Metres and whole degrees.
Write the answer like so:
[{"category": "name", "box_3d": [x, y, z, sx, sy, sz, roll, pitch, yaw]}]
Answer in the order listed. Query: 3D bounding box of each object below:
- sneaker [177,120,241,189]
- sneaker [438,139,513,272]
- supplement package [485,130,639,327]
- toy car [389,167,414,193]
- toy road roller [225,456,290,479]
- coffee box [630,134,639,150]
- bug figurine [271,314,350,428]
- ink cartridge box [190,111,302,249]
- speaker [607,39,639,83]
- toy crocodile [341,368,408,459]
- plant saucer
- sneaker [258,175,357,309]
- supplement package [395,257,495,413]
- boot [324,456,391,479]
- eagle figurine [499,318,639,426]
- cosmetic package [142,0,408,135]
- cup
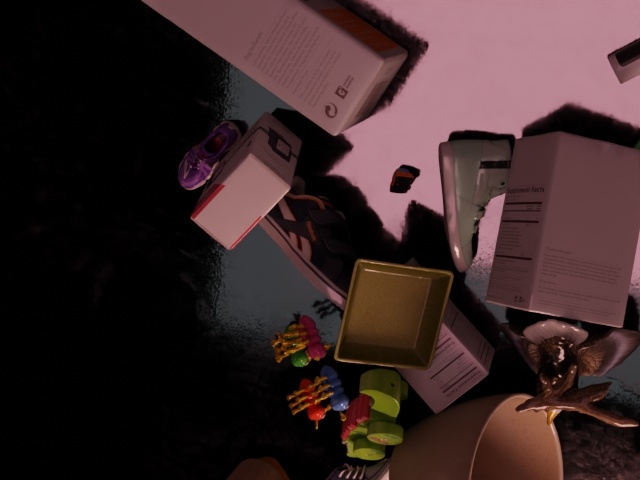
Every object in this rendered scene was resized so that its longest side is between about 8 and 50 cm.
[{"category": "sneaker", "box_3d": [-0.230, -0.169, 1.913, 0.068, 0.071, 0.170, 43, 112, 2]}, {"category": "sneaker", "box_3d": [0.300, -0.062, 1.773, 0.151, 0.094, 0.256, -6, 114, 2]}, {"category": "supplement package", "box_3d": [0.414, -0.018, 1.635, 0.177, 0.175, 0.293, 11, 89, -13]}, {"category": "toy car", "box_3d": [0.189, -0.120, 1.829, 0.122, 0.060, 0.041, -5, 59, 1]}, {"category": "toy road roller", "box_3d": [-0.046, 0.591, 1.966, 0.240, 0.202, 0.330, -30, 98, 32]}, {"category": "coffee box", "box_3d": [0.594, -0.139, 1.689, 0.113, 0.040, 0.184, 31, 111, 6]}, {"category": "bug figurine", "box_3d": [-0.016, 0.257, 1.904, 0.072, 0.279, 0.216, -19, 81, -18]}, {"category": "ink cartridge box", "box_3d": [-0.132, -0.115, 1.798, 0.100, 0.237, 0.172, 40, 112, -14]}, {"category": "speaker", "box_3d": [0.560, -0.320, 1.645, 0.136, 0.055, 0.055, -26, 95, 21]}, {"category": "toy crocodile", "box_3d": [0.092, 0.336, 1.845, 0.105, 0.115, 0.340, 13, 153, -6]}, {"category": "plant saucer", "box_3d": [0.123, 0.126, 1.718, 0.188, 0.045, 0.188, 9, 102, -18]}, {"category": "sneaker", "box_3d": [0.000, 0.000, 1.811, 0.127, 0.126, 0.321, -46, 60, 6]}, {"category": "supplement package", "box_3d": [0.196, 0.178, 1.838, 0.134, 0.139, 0.244, -41, 89, 20]}, {"category": "boot", "box_3d": [0.074, 0.487, 1.993, 0.086, 0.069, 0.190, 42, 114, 1]}, {"category": "eagle figurine", "box_3d": [0.423, 0.214, 1.691, 0.226, 0.298, 0.225, 42, 119, 0]}, {"category": "cosmetic package", "box_3d": [-0.087, -0.390, 1.729, 0.453, 0.230, 0.161, 35, 111, 5]}, {"category": "cup", "box_3d": [0.269, 0.443, 1.820, 0.237, 0.331, 0.331, -2, 105, 41]}]
